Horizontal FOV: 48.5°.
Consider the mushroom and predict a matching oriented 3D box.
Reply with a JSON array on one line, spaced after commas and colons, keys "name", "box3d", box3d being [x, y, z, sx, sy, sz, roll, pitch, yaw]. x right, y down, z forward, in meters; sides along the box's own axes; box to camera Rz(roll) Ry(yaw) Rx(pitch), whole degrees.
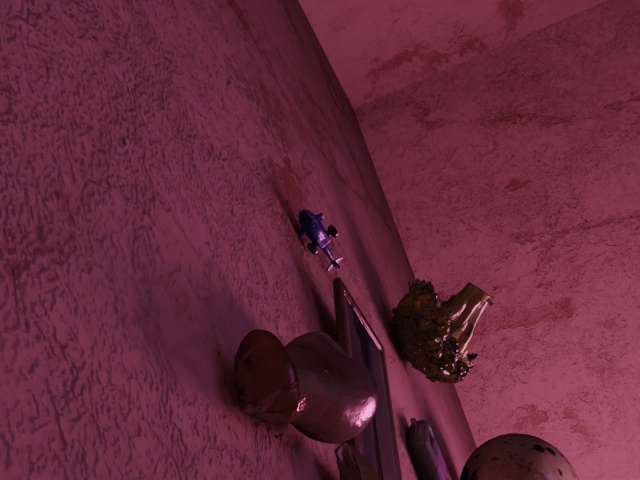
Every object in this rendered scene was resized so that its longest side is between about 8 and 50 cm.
[{"name": "mushroom", "box3d": [-0.014, 0.141, 0.665, 0.116, 0.093, 0.225, 56, 15, 16]}]

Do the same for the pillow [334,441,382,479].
[{"name": "pillow", "box3d": [0.063, 0.312, 0.780, 0.208, 0.053, 0.119, 63, 13, -48]}]

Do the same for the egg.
[{"name": "egg", "box3d": [0.473, 0.610, 1.705, 0.379, 0.287, 0.288, 26, 42, -55]}]

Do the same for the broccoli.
[{"name": "broccoli", "box3d": [0.284, 0.215, 1.742, 0.288, 0.235, 0.260, -104, -155, -81]}]

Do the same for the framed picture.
[{"name": "framed picture", "box3d": [0.070, 0.225, 1.028, 0.213, 0.016, 0.289, 59, 20, -44]}]

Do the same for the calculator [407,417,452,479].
[{"name": "calculator", "box3d": [0.223, 0.458, 1.372, 0.141, 0.045, 0.246, -8, 76, -80]}]

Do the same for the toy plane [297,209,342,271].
[{"name": "toy plane", "box3d": [0.000, 0.000, 1.150, 0.062, 0.054, 0.167, 43, -10, 42]}]
